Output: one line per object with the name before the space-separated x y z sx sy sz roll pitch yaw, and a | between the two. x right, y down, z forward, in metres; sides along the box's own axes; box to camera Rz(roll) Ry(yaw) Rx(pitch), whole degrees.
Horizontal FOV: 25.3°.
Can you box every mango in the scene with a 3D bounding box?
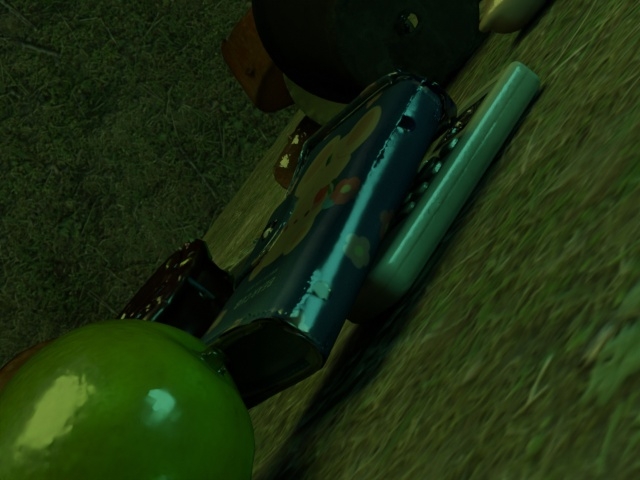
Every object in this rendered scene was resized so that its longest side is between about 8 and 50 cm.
mango | -0.135 0.152 0.806 0.273 0.149 0.185 128 155 -46

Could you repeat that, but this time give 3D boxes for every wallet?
wallet | 0.001 0.000 0.866 0.141 0.059 0.202 -33 25 54

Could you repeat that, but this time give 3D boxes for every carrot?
carrot | 0.010 -0.294 1.762 0.307 0.100 0.258 -46 -9 26

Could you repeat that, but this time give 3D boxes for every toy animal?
toy animal | 0.156 -0.225 1.135 0.114 0.082 0.091 -50 5 25

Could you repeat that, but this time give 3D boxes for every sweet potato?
sweet potato | 0.032 -0.178 1.843 0.281 0.059 0.067 -53 -11 -29

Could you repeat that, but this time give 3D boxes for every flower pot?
flower pot | 0.062 -0.224 1.357 0.235 0.235 0.148 -51 26 9

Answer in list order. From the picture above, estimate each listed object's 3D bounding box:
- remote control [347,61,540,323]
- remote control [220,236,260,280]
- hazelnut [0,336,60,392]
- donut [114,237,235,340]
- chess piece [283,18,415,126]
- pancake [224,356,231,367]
remote control | 0.071 -0.029 0.903 0.190 0.029 0.087 -56 7 -23
remote control | -0.132 0.077 1.716 0.229 0.044 0.073 -45 6 -9
hazelnut | -0.174 0.155 1.101 0.182 0.182 0.182 -51 7 8
donut | -0.160 0.108 1.299 0.235 0.089 0.235 -49 8 10
chess piece | 0.052 -0.207 1.606 0.144 0.144 0.251 -51 0 16
pancake | -0.131 0.160 1.321 0.151 0.025 0.151 -49 9 11
